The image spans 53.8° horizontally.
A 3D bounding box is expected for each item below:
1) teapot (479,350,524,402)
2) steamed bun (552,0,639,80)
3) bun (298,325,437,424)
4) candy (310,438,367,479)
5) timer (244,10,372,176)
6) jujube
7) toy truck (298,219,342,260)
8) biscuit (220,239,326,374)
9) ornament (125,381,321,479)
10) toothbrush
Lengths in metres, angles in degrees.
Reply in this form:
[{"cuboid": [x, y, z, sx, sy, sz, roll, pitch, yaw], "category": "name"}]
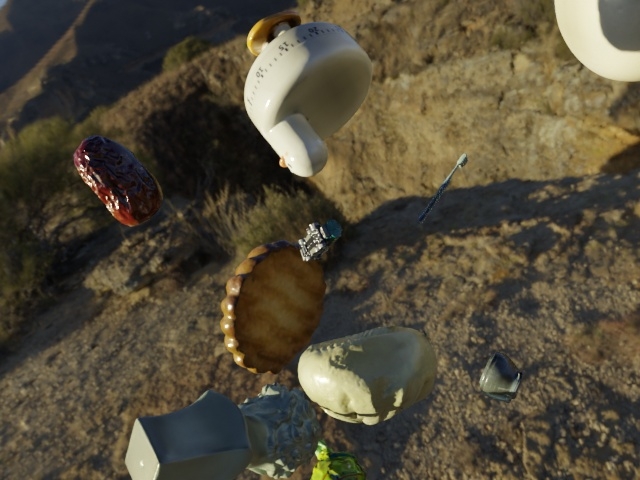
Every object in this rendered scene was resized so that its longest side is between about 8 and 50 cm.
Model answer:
[{"cuboid": [0.280, 0.217, 0.974, 0.057, 0.088, 0.066, 25, 45, 23], "category": "teapot"}, {"cuboid": [0.478, -0.411, 0.984, 0.206, 0.325, 0.324, -14, 22, 6], "category": "steamed bun"}, {"cuboid": [0.083, 0.246, 1.133, 0.259, 0.160, 0.259, -11, -6, -1], "category": "bun"}, {"cuboid": [-0.003, 0.327, 1.012, 0.073, 0.077, 0.262, -61, 25, 6], "category": "candy"}, {"cuboid": [-0.011, -0.248, 1.093, 0.233, 0.240, 0.233, -30, -23, -14], "category": "timer"}, {"cuboid": [-0.265, -0.080, 0.826, 0.077, 0.129, 0.077, -37, 18, 14], "category": "jujube"}, {"cuboid": [0.000, 0.000, 0.955, 0.044, 0.039, 0.083, -14, -17, -28], "category": "toy truck"}, {"cuboid": [-0.118, 0.155, 1.514, 0.107, 0.326, 0.325, 16, 44, 38], "category": "biscuit"}, {"cuboid": [-0.103, 0.248, 0.785, 0.285, 0.130, 0.121, 7, -62, -58], "category": "ornament"}, {"cuboid": [0.293, -0.125, 1.507, 0.016, 0.019, 0.220, 19, 64, 44], "category": "toothbrush"}]
